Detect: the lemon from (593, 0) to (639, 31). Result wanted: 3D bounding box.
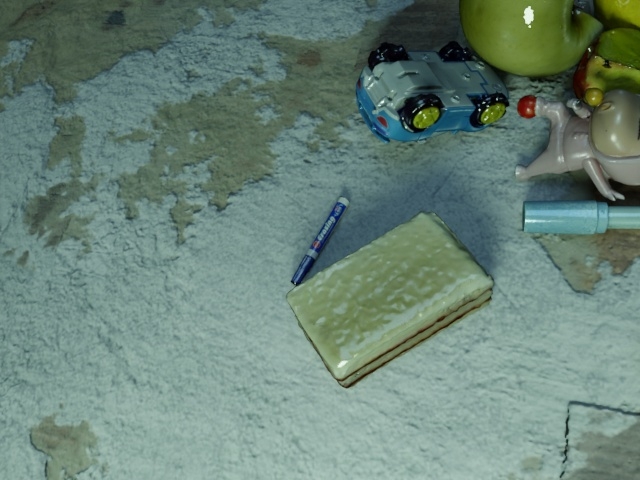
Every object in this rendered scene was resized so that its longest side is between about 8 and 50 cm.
[{"bbox_3d":[0.659,-0.472,1.238,0.240,0.240,0.219,-9,77,7],"label":"lemon"}]

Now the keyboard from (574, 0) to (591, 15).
[{"bbox_3d":[0.501,-0.493,1.400,0.165,0.017,0.055,-2,68,10],"label":"keyboard"}]

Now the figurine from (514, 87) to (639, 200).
[{"bbox_3d":[0.485,-0.179,1.131,0.287,0.186,0.176,10,72,33],"label":"figurine"}]

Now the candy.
[{"bbox_3d":[0.118,0.100,1.110,0.320,0.135,0.179,-29,60,-5],"label":"candy"}]

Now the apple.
[{"bbox_3d":[0.394,-0.457,1.244,0.233,0.295,0.258,-39,46,-16],"label":"apple"}]

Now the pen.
[{"bbox_3d":[0.000,0.000,1.245,0.025,0.025,0.204,24,70,21],"label":"pen"}]

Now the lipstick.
[{"bbox_3d":[0.503,-0.040,1.138,0.274,0.068,0.061,1,74,12],"label":"lipstick"}]

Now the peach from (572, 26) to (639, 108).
[{"bbox_3d":[0.607,-0.290,1.193,0.267,0.159,0.154,16,58,4],"label":"peach"}]

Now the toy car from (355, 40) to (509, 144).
[{"bbox_3d":[0.222,-0.278,1.272,0.314,0.166,0.198,-10,57,-27],"label":"toy car"}]
